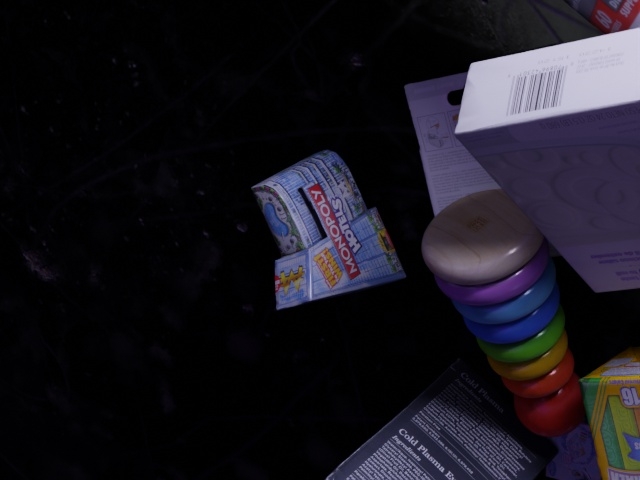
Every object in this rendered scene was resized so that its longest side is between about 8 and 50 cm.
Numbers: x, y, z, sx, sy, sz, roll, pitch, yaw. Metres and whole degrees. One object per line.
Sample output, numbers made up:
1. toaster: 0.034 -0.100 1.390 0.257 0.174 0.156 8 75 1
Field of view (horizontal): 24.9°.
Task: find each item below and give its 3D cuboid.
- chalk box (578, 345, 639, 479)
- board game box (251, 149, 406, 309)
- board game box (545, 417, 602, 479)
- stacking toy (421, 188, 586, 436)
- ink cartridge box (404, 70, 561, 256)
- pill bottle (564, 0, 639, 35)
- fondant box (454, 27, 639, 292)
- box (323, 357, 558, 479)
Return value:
1. chalk box: 0.400 0.234 1.643 0.132 0.132 0.213 -9 99 42
2. board game box: 0.000 0.000 1.792 0.060 0.194 0.194 -19 99 38
3. board game box: 0.324 0.262 1.796 0.090 0.020 0.090 12 116 31
4. stacking toy: 0.231 0.103 1.687 0.141 0.141 0.330 3 135 33
5. ink cartridge box: 0.214 -0.089 1.704 0.189 0.066 0.232 -8 97 37
6. pill bottle: 0.252 -0.371 1.448 0.363 0.210 0.210 42 127 12
7. fondant box: 0.325 -0.073 1.487 0.238 0.096 0.330 -8 145 37
8. box: 0.083 0.368 1.810 0.179 0.312 0.343 43 132 11
